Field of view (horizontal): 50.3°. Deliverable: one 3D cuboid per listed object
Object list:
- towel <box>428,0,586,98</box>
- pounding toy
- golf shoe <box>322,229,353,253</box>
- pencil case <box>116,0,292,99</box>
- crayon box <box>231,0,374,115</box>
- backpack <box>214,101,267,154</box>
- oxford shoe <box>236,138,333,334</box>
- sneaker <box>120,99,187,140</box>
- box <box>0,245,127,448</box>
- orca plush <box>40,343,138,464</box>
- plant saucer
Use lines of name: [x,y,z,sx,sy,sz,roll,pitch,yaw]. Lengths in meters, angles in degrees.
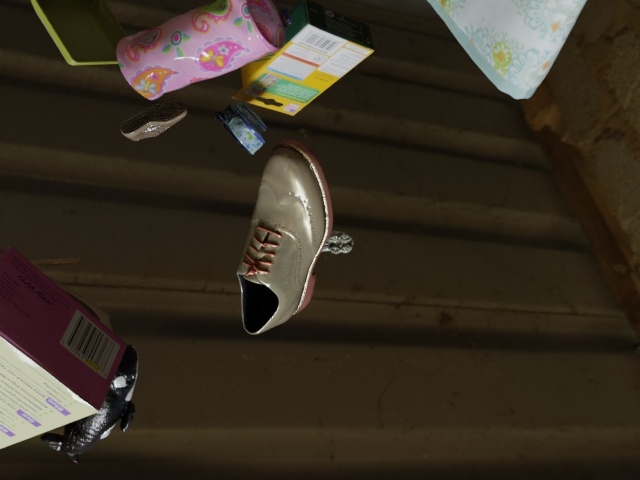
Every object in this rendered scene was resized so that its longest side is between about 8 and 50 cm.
towel: [0.286,-0.465,1.120,0.090,0.320,0.374,-24,-115,-18]
pounding toy: [-0.556,0.122,1.454,0.270,0.155,0.154,36,-176,-11]
golf shoe: [0.000,0.000,1.815,0.176,0.069,0.086,7,-168,5]
pencil case: [-0.195,-0.328,1.127,0.124,0.284,0.124,40,-138,-51]
crayon box: [-0.054,-0.439,1.674,0.203,0.323,0.083,8,-117,-39]
backpack: [-0.182,-0.274,1.658,0.114,0.084,0.105,53,-174,34]
oxford shoe: [-0.065,0.010,1.089,0.123,0.348,0.130,21,-142,23]
sneaker: [-0.431,-0.316,1.802,0.188,0.071,0.066,-17,-106,9]
box: [-0.430,0.154,0.908,0.213,0.243,0.117,50,-151,-30]
orca plush: [-0.422,0.288,1.181,0.102,0.287,0.151,1,-123,-53]
plant saucer: [-0.497,-0.436,1.426,0.188,0.045,0.188,57,-147,5]
